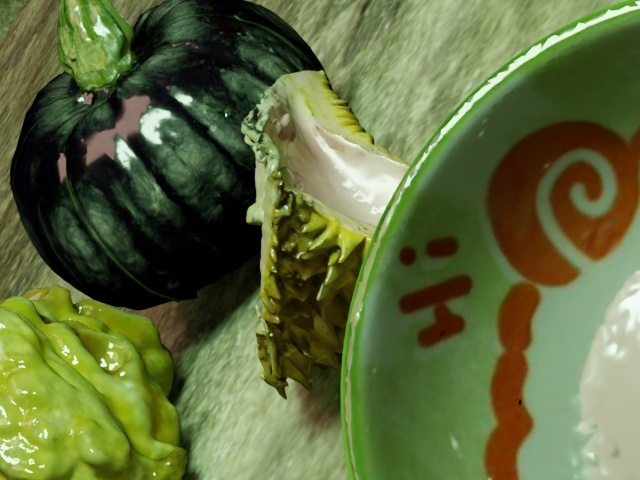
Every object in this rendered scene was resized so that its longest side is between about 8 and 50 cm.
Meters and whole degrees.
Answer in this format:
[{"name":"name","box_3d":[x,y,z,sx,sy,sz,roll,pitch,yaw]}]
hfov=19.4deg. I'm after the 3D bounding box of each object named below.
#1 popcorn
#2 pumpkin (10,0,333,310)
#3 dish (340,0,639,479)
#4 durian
[{"name":"popcorn","box_3d":[-0.218,0.134,1.474,0.174,0.225,0.286,-43,25,19]},{"name":"pumpkin","box_3d":[-0.141,-0.096,1.581,0.296,0.296,0.296,-45,23,25]},{"name":"dish","box_3d":[0.177,0.061,0.809,0.324,0.124,0.324,-10,70,30]},{"name":"durian","box_3d":[-0.002,0.013,1.316,0.305,0.185,0.195,-108,37,-69]}]
